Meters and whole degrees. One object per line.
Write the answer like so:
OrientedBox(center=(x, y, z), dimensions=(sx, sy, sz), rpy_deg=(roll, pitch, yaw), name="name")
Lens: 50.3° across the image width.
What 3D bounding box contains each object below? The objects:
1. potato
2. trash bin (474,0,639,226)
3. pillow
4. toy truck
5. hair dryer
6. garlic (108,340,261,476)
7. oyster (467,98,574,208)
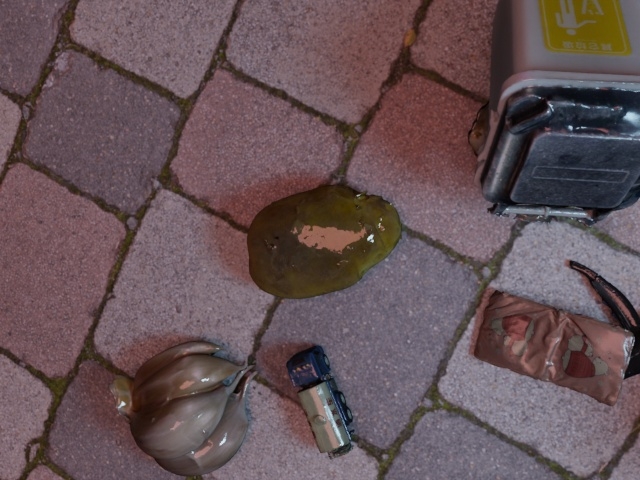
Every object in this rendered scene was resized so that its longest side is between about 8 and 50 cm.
OrientedBox(center=(0.000, 0.000, 1.226), dimensions=(0.296, 0.141, 0.192), rpy_deg=(-18, 90, 12), name="potato")
OrientedBox(center=(0.361, -0.234, 1.021), dimensions=(0.255, 0.296, 0.368), rpy_deg=(2, 60, 4), name="trash bin")
OrientedBox(center=(0.391, 0.176, 1.156), dimensions=(0.248, 0.049, 0.135), rpy_deg=(16, 103, 29), name="pillow")
OrientedBox(center=(-0.001, 0.303, 1.263), dimensions=(0.074, 0.088, 0.202), rpy_deg=(-23, 86, 16), name="toy truck")
OrientedBox(center=(0.482, 0.130, 1.152), dimensions=(0.195, 0.075, 0.219), rpy_deg=(-41, 72, 22), name="hair dryer")
OrientedBox(center=(-0.257, 0.324, 1.324), dimensions=(0.291, 0.210, 0.238), rpy_deg=(-8, 56, 19), name="garlic")
OrientedBox(center=(0.361, -0.171, 1.153), dimensions=(0.214, 0.083, 0.223), rpy_deg=(22, 82, 5), name="oyster")
